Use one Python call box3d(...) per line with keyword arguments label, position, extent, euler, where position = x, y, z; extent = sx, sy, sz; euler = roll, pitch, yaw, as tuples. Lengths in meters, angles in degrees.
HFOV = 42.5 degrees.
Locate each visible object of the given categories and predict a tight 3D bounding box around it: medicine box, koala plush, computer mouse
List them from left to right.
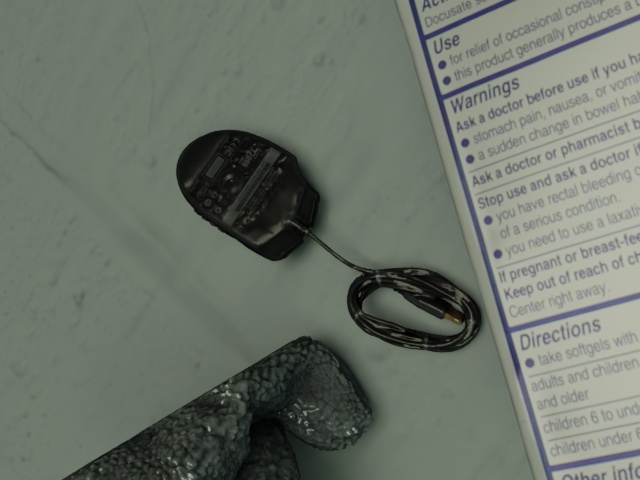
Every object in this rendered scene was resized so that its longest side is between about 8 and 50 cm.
box3d(label="koala plush", position=(-0.046, 0.206, 0.484), extent=(0.196, 0.203, 0.221), euler=(-33, 84, 22))
box3d(label="computer mouse", position=(0.000, 0.000, 0.551), extent=(0.242, 0.041, 0.071), euler=(35, 86, 20))
box3d(label="medicine box", position=(0.206, -0.039, 0.379), extent=(0.263, 0.149, 0.289), euler=(-19, 78, 25))
